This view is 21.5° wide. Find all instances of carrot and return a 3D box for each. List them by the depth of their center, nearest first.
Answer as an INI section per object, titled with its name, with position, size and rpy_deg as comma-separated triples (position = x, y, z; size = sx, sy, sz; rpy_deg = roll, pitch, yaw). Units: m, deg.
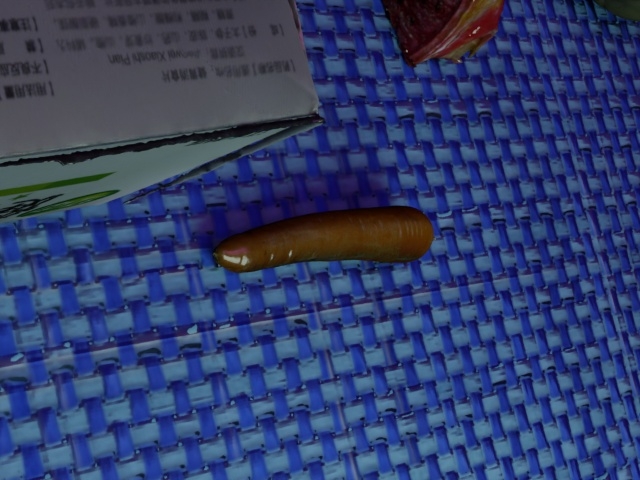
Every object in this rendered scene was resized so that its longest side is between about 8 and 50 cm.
[carrot]
position = 0.000, 0.000, 1.016
size = 0.190, 0.037, 0.037
rpy_deg = -5, 80, -46

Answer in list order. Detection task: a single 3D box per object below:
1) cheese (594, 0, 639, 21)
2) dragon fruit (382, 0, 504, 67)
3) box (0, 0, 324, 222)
[cheese]
position = 0.262, -0.261, 1.368
size = 0.175, 0.091, 0.202
rpy_deg = 48, 45, -24
[dragon fruit]
position = 0.103, -0.269, 1.159
size = 0.161, 0.126, 0.274
rpy_deg = -20, 92, -50
[box]
position = -0.175, -0.078, 0.731
size = 0.333, 0.173, 0.145
rpy_deg = -13, 84, -51
